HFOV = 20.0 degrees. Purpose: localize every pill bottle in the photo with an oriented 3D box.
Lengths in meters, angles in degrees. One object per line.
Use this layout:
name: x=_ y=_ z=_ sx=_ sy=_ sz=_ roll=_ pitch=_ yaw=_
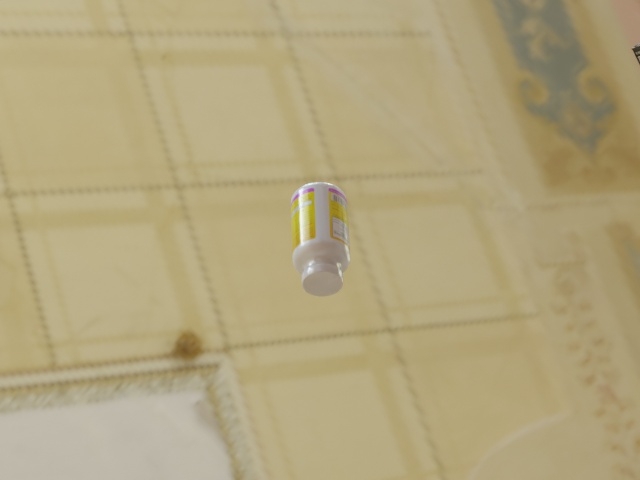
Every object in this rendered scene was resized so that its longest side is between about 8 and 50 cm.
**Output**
pill bottle: x=0.000 y=0.000 z=1.355 sx=0.043 sy=0.043 sz=0.083 roll=17 pitch=-133 yaw=-21

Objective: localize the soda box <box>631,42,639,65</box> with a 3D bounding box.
soda box: x=0.352 y=-0.171 z=1.527 sx=0.053 sy=0.169 sz=0.060 roll=-35 pitch=-80 yaw=-49
